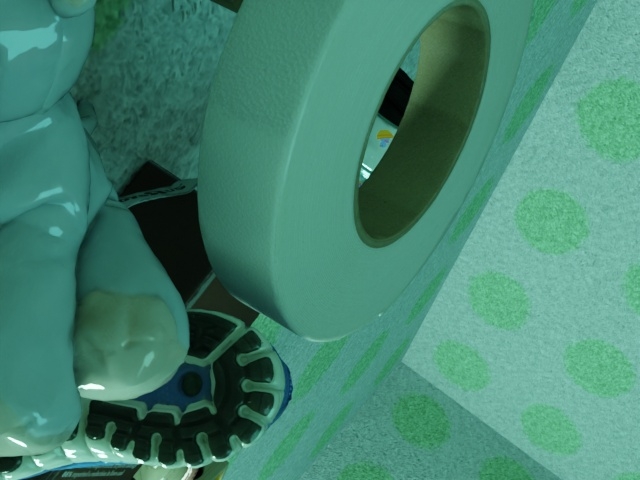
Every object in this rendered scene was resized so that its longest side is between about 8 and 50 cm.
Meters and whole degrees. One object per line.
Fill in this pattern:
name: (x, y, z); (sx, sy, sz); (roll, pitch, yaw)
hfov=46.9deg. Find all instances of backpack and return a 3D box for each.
backpack: (0.051, -0.138, 0.860); (0.166, 0.188, 0.144); (-25, 146, -60)

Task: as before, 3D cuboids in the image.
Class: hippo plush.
hippo plush: (-0.160, -0.046, 0.384); (0.294, 0.234, 0.236); (-40, 158, -39)

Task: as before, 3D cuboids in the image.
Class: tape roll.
tape roll: (0.057, -0.101, 0.598); (0.392, 0.072, 0.392); (-44, 149, -36)

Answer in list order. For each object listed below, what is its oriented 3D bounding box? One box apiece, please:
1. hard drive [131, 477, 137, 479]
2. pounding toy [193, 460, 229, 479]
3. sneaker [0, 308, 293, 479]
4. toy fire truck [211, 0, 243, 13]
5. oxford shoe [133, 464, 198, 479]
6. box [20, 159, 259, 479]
hard drive: (-0.310, 0.363, 1.002); (0.135, 0.094, 0.022); (-57, 164, 8)
pounding toy: (-0.261, 0.458, 1.323); (0.206, 0.094, 0.181); (-35, 155, -49)
sneaker: (-0.175, 0.121, 0.556); (0.147, 0.330, 0.129); (50, 41, -70)
toy fire truck: (-0.029, -0.288, 0.459); (0.217, 0.158, 0.246); (-52, 151, -8)
oxford shoe: (-0.232, 0.260, 1.050); (0.130, 0.123, 0.348); (2, 128, -39)
box: (-0.214, 0.128, 0.743); (0.381, 0.143, 0.191); (-50, 162, -9)
